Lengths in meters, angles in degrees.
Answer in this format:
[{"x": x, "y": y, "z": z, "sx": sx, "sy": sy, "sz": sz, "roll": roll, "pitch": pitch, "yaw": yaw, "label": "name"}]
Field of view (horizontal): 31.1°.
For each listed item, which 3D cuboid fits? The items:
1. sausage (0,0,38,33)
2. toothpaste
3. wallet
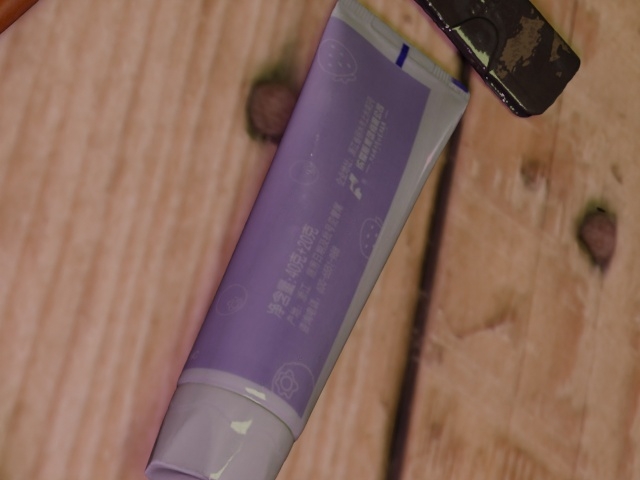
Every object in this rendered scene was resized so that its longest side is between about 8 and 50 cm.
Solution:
[{"x": -0.204, "y": -0.145, "z": 0.699, "sx": 0.041, "sy": 0.039, "sz": 0.131, "roll": 43, "pitch": 63, "yaw": -5, "label": "sausage"}, {"x": 0.000, "y": 0.000, "z": 0.756, "sx": 0.125, "sy": 0.080, "sz": 0.371, "roll": 34, "pitch": 62, "yaw": -17, "label": "toothpaste"}, {"x": 0.132, "y": -0.168, "z": 0.885, "sx": 0.156, "sy": 0.018, "sz": 0.082, "roll": 47, "pitch": 64, "yaw": -12, "label": "wallet"}]
